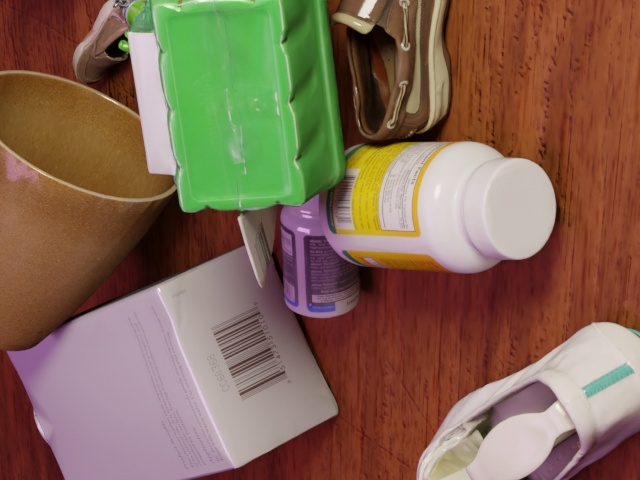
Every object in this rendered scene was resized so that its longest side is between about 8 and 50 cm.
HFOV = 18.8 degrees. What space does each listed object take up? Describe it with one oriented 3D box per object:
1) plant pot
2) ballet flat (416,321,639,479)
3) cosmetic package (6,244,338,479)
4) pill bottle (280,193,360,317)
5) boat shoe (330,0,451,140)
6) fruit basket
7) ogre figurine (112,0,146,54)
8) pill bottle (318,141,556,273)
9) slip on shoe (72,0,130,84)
[{"bbox_3d":[-0.310,-0.015,2.083,0.237,0.237,0.254,44,118,27],"label":"plant pot"},{"bbox_3d":[0.164,0.197,1.766,0.139,0.139,0.400,56,144,12],"label":"ballet flat"},{"bbox_3d":[-0.175,0.155,2.153,0.385,0.156,0.217,-18,95,55],"label":"cosmetic package"},{"bbox_3d":[0.000,0.000,1.901,0.078,0.078,0.137,27,129,41],"label":"pill bottle"},{"bbox_3d":[0.057,-0.207,1.691,0.095,0.095,0.257,15,121,47],"label":"boat shoe"},{"bbox_3d":[-0.071,-0.173,1.720,0.353,0.165,0.327,-93,-4,-66],"label":"fruit basket"},{"bbox_3d":[-0.149,-0.169,1.985,0.118,0.097,0.197,179,86,-71],"label":"ogre figurine"},{"bbox_3d":[0.105,-0.030,1.717,0.208,0.117,0.117,2,112,51],"label":"pill bottle"},{"bbox_3d":[-0.229,-0.208,2.095,0.041,0.051,0.135,58,137,21],"label":"slip on shoe"}]
